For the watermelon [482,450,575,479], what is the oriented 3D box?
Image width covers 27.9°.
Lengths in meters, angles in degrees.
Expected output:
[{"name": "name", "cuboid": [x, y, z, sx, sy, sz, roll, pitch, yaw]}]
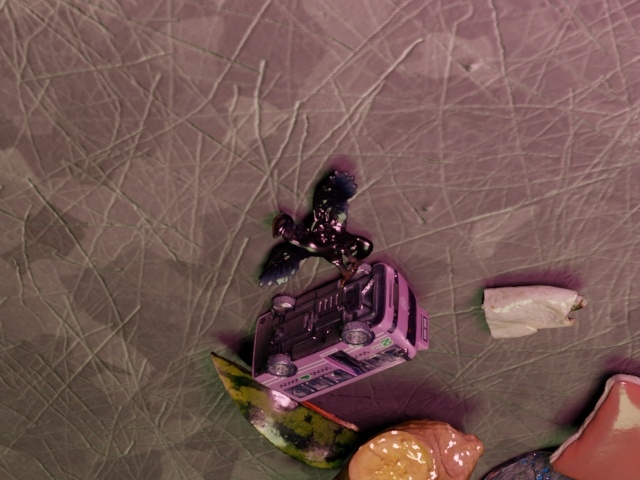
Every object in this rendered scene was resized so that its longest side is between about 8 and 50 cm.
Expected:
[{"name": "watermelon", "cuboid": [0.300, 0.407, 1.690, 0.188, 0.175, 0.322, 24, 134, -21]}]

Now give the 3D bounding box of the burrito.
[{"name": "burrito", "cuboid": [0.235, 0.075, 1.421, 0.118, 0.044, 0.074, -9, 139, 19]}]

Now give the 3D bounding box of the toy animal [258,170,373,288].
[{"name": "toy animal", "cuboid": [0.000, 0.000, 1.364, 0.108, 0.062, 0.220, 31, 137, -1]}]

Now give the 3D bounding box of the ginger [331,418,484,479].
[{"name": "ginger", "cuboid": [0.088, 0.308, 1.619, 0.219, 0.123, 0.270, -24, 166, -24]}]

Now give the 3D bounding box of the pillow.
[{"name": "pillow", "cuboid": [0.388, 0.238, 1.557, 0.171, 0.075, 0.179, 19, 126, -8]}]

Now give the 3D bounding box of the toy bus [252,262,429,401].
[{"name": "toy bus", "cuboid": [0.021, 0.107, 1.444, 0.199, 0.096, 0.108, -25, 134, 33]}]

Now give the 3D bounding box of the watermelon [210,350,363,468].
[{"name": "watermelon", "cuboid": [-0.034, 0.210, 1.561, 0.245, 0.119, 0.063, 31, 100, -34]}]
